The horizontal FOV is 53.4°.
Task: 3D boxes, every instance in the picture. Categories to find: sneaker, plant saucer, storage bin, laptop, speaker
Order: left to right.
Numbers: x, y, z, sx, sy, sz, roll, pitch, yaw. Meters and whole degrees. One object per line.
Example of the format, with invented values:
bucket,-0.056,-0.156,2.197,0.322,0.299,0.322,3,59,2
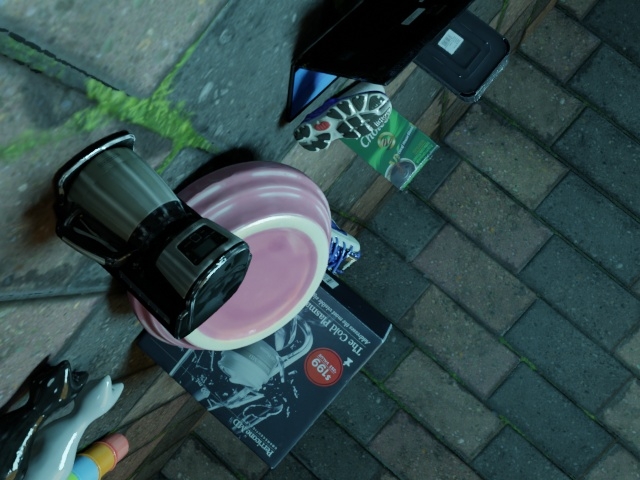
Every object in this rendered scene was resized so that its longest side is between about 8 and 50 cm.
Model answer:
plant saucer,-0.113,0.044,0.940,0.332,0.084,0.332,-24,138,-23
sneaker,0.000,0.000,1.461,0.127,0.182,0.315,-53,171,15
sneaker,0.029,-0.189,0.931,0.170,0.068,0.071,-11,-133,40
speaker,0.058,-0.240,1.129,0.136,0.055,0.055,-43,169,-39
laptop,0.085,-0.260,0.897,0.234,0.264,0.136,-47,135,-19
storage bin,0.242,-0.349,1.156,0.122,0.180,0.084,-51,172,14

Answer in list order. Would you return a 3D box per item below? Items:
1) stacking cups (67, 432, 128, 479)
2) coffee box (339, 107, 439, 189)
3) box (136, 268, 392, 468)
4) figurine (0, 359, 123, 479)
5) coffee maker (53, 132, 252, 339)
stacking cups,-0.521,0.515,1.372,0.096,0.096,0.316,-52,171,20
coffee box,0.119,-0.194,1.209,0.113,0.184,0.040,-50,169,14
box,-0.098,0.177,1.195,0.312,0.343,0.179,-51,173,9
figurine,-0.397,0.277,0.940,0.209,0.092,0.215,-52,163,-11
coffee maker,-0.165,0.003,0.655,0.120,0.178,0.171,-47,171,-11
